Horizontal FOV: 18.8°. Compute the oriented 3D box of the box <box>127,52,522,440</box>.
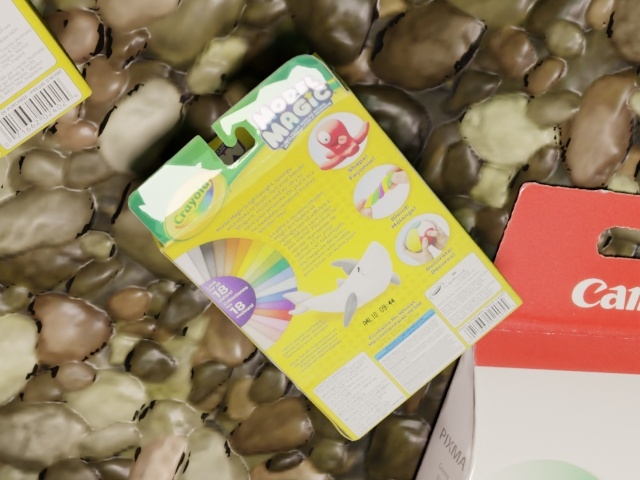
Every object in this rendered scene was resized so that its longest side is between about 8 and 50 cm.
[{"bbox_3d":[0.000,0.000,0.836,0.105,0.043,0.179,-40,130,2],"label":"box"}]

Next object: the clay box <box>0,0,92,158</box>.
[{"bbox_3d":[-0.194,-0.102,0.674,0.127,0.053,0.222,-35,127,-1],"label":"clay box"}]

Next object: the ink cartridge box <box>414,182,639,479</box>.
[{"bbox_3d":[0.147,0.088,0.955,0.181,0.056,0.225,5,119,-28],"label":"ink cartridge box"}]
